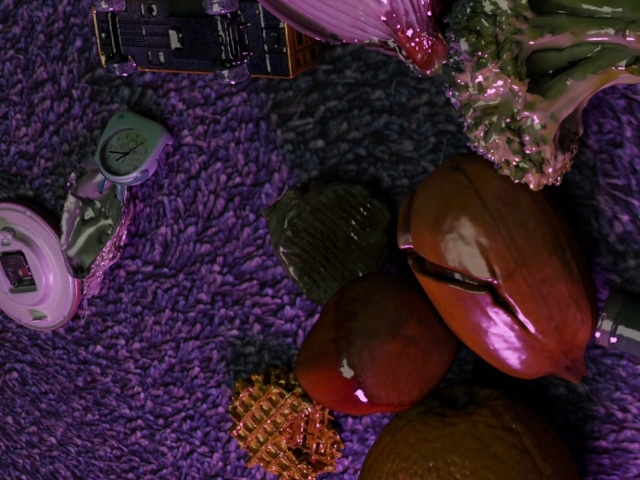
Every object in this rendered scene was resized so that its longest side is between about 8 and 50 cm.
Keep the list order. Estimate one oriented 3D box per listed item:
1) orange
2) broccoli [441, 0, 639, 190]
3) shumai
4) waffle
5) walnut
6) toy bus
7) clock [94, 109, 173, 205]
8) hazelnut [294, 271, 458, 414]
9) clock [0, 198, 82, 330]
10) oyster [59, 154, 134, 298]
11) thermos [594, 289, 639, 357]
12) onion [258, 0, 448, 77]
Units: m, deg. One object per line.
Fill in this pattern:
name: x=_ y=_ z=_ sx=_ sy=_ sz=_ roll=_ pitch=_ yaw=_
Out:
orange: x=0.202 y=0.369 z=1.676 sx=0.322 sy=0.322 sz=0.357 roll=6 pitch=104 yaw=33
broccoli: x=0.311 y=-0.188 z=1.392 sx=0.397 sy=0.275 sz=0.353 roll=34 pitch=144 yaw=9
shumai: x=0.000 y=0.006 z=1.753 sx=0.184 sy=0.184 sz=0.142 roll=63 pitch=165 yaw=-5
waffle: x=-0.056 y=0.288 z=1.970 sx=0.197 sy=0.070 sz=0.193 roll=-15 pitch=101 yaw=39
walnut: x=0.233 y=0.045 z=1.574 sx=0.209 sy=0.209 sz=0.336 roll=-27 pitch=102 yaw=40
toy bus: x=-0.162 y=-0.291 z=1.743 sx=0.335 sy=0.123 sz=0.121 roll=8 pitch=117 yaw=33
clock: x=-0.292 y=-0.126 z=1.919 sx=0.101 sy=0.041 sz=0.135 roll=25 pitch=82 yaw=23
hazelnut: x=0.067 y=0.131 z=1.637 sx=0.210 sy=0.210 sz=0.186 roll=16 pitch=121 yaw=29
clock: x=-0.509 y=0.044 z=2.189 sx=0.244 sy=0.056 sz=0.244 roll=15 pitch=118 yaw=30
oyster: x=-0.353 y=-0.019 z=2.027 sx=0.199 sy=0.087 sz=0.252 roll=4 pitch=106 yaw=44
thermos: x=0.438 y=0.123 z=1.550 sx=0.187 sy=0.083 sz=0.073 roll=22 pitch=143 yaw=24
onion: x=0.053 y=-0.358 z=1.550 sx=0.267 sy=0.159 sz=0.349 roll=-24 pitch=120 yaw=37
